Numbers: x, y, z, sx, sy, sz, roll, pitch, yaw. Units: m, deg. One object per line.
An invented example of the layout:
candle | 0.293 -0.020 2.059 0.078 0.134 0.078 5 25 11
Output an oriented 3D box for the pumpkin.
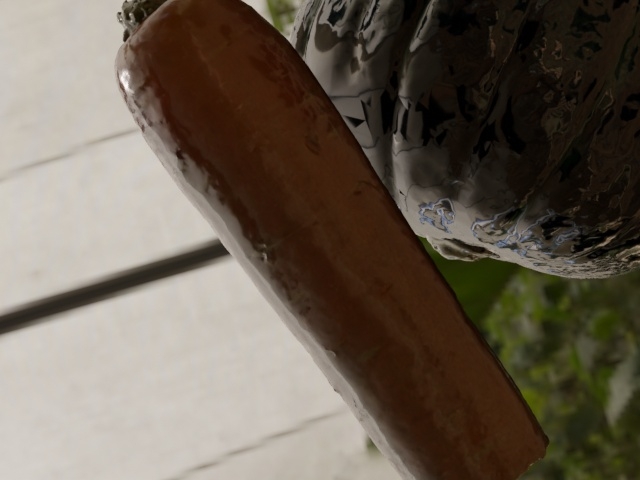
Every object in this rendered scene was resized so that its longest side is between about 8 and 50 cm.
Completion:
pumpkin | 0.114 -0.104 0.957 0.248 0.248 0.248 -15 -90 -85

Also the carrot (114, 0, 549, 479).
carrot | 0.000 0.000 0.669 0.225 0.067 0.067 56 -173 -5
